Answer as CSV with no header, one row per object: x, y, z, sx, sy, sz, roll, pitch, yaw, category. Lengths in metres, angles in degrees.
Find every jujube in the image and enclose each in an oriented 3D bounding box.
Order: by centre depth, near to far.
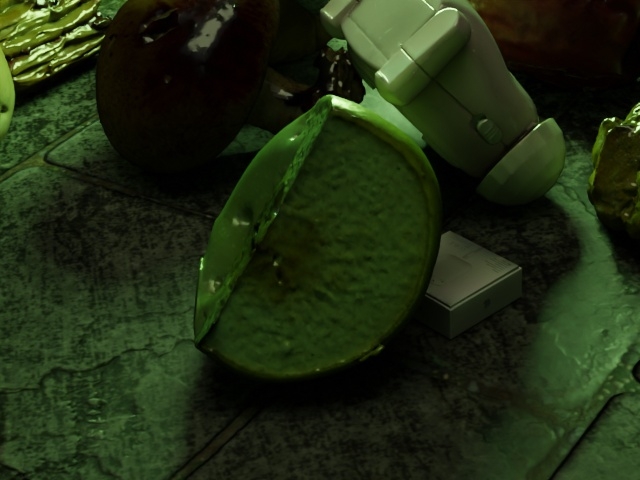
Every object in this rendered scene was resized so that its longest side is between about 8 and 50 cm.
0.361,-0.379,2.306,0.377,0.276,0.276,24,42,35,jujube

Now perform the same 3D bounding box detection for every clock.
0.182,-0.219,2.061,0.184,0.326,0.342,-38,36,10,clock

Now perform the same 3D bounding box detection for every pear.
0.000,0.000,1.798,0.239,0.342,0.318,29,7,-12,pear

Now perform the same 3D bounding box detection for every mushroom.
-0.150,-0.254,2.204,0.356,0.331,0.334,7,-15,-40,mushroom

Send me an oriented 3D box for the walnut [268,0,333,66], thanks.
-0.097,-0.463,2.455,0.354,0.308,0.397,-36,47,5,walnut

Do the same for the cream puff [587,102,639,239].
0.471,-0.091,1.957,0.244,0.196,0.244,0,4,0,cream puff

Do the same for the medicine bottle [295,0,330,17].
0.038,-0.386,2.220,0.124,0.324,0.179,-59,19,-10,medicine bottle

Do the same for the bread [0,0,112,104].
-0.576,-0.385,2.503,0.370,0.191,0.314,15,39,30,bread

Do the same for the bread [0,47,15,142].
-0.665,-0.233,2.225,0.376,0.253,0.348,19,38,29,bread

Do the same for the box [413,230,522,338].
0.166,0.053,1.867,0.129,0.051,0.130,-28,39,-31,box
